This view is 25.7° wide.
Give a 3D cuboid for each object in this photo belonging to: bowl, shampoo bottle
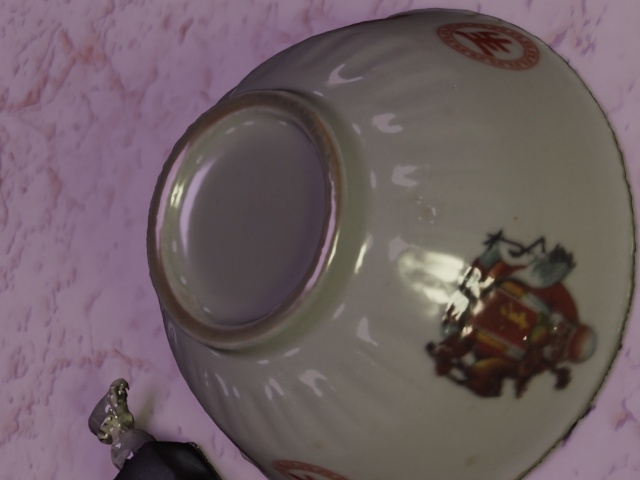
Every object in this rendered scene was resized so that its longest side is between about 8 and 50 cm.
[{"bbox_3d":[0.000,0.000,0.840,0.337,0.158,0.337,-11,72,37],"label":"bowl"},{"bbox_3d":[-0.092,0.176,0.936,0.208,0.057,0.063,43,107,36],"label":"shampoo bottle"}]
